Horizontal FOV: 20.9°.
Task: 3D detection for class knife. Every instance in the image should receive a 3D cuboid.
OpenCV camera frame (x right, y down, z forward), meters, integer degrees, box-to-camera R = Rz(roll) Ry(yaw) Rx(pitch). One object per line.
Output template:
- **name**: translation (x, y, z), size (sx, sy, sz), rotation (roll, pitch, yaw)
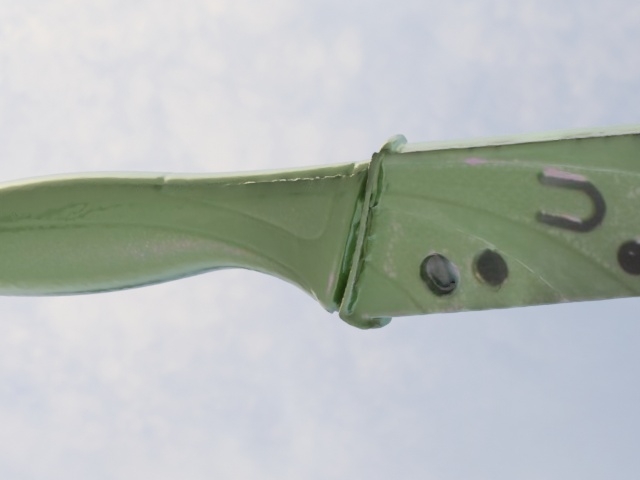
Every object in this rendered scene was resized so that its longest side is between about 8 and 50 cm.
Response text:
- **knife**: translation (0.001, -0.001, 0.382), size (0.293, 0.020, 0.043), rotation (-5, -74, 33)
